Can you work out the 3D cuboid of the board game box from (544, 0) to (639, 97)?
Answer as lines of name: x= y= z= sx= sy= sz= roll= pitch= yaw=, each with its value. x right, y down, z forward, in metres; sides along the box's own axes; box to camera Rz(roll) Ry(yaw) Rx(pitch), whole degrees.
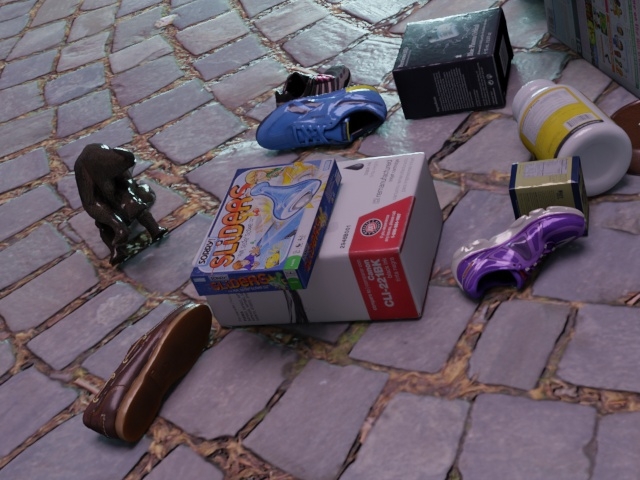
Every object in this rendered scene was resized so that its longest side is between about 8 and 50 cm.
board game box: x=0.426 y=-0.368 z=1.512 sx=0.097 sy=0.224 sz=0.303 roll=-21 pitch=35 yaw=-4

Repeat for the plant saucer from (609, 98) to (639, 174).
plant saucer: x=0.445 y=-0.146 z=1.371 sx=0.168 sy=0.029 sz=0.168 roll=-13 pitch=36 yaw=9

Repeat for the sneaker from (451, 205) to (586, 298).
sneaker: x=0.241 y=0.021 z=1.232 sx=0.170 sy=0.068 sz=0.071 roll=-28 pitch=50 yaw=4

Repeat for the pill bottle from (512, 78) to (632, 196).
pill bottle: x=0.320 y=-0.142 z=1.361 sx=0.103 sy=0.103 sz=0.184 roll=-21 pitch=34 yaw=-2

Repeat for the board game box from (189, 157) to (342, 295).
board game box: x=-0.061 y=-0.018 z=1.241 sx=0.136 sy=0.035 sz=0.201 roll=-5 pitch=40 yaw=20

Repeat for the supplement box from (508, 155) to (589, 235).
supplement box: x=0.281 y=-0.051 z=1.274 sx=0.083 sy=0.083 sz=0.056 roll=-6 pitch=38 yaw=21

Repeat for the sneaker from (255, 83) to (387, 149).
sneaker: x=0.000 y=-0.178 z=1.600 sx=0.209 sy=0.069 sz=0.082 roll=-16 pitch=39 yaw=6

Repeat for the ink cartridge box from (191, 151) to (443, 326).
ink cartridge box: x=0.000 y=0.000 z=1.317 sx=0.272 sy=0.114 sz=0.197 roll=-5 pitch=38 yaw=21

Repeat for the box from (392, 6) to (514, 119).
box: x=0.207 y=-0.274 z=1.607 sx=0.158 sy=0.093 sz=0.156 roll=-6 pitch=37 yaw=21

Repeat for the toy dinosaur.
toy dinosaur: x=-0.303 y=-0.069 z=1.484 sx=0.121 sy=0.313 sz=0.160 roll=-37 pitch=75 yaw=-6

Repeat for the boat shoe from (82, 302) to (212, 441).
boat shoe: x=-0.209 y=0.149 z=1.254 sx=0.073 sy=0.073 sz=0.207 roll=7 pitch=43 yaw=31

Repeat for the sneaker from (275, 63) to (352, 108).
sneaker: x=-0.013 y=-0.251 z=1.698 sx=0.063 sy=0.075 sz=0.170 roll=19 pitch=50 yaw=42
